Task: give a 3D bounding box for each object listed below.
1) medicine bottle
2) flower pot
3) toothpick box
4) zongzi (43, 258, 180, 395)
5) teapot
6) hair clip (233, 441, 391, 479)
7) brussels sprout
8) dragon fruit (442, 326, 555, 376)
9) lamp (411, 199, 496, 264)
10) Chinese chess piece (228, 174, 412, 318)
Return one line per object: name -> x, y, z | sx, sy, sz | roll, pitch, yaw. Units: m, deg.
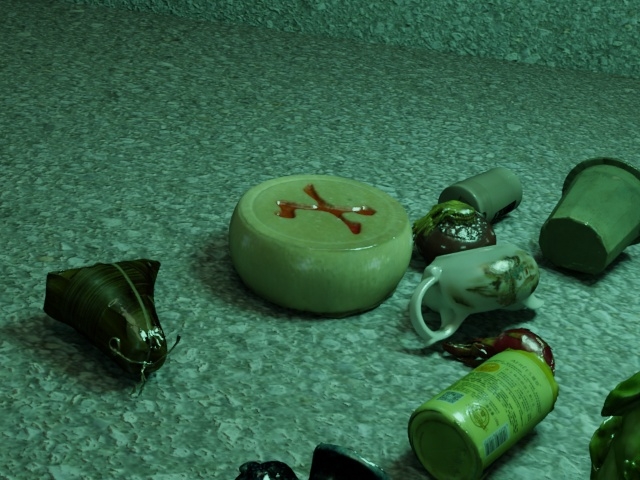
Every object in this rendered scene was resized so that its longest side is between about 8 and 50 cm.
medicine bottle -> 0.235, 0.239, 1.145 | 0.124, 0.124, 0.239 | 28, 34, 34
flower pot -> 0.547, -0.029, 1.652 | 0.212, 0.212, 0.203 | 25, 49, 30
toothpick box -> 0.347, -0.088, 1.772 | 0.111, 0.111, 0.181 | 28, 34, 34
zongzi -> -0.272, 0.108, 1.295 | 0.248, 0.111, 0.241 | 32, 31, 29
teapot -> 0.267, 0.084, 1.410 | 0.298, 0.139, 0.204 | -11, 1, -29
hair clip -> -0.021, 0.338, 0.846 | 0.310, 0.194, 0.206 | 24, 40, 27
brussels sprout -> 0.437, 0.274, 0.972 | 0.227, 0.259, 0.294 | 19, 33, 22
dragon fruit -> 0.289, 0.176, 1.307 | 0.191, 0.094, 0.094 | 13, 27, 36
lamp -> 0.264, -0.011, 1.586 | 0.157, 0.134, 0.156 | -12, 34, -34
Chinese chess piece -> 0.000, 0.000, 1.505 | 0.338, 0.140, 0.338 | 5, 28, -3
